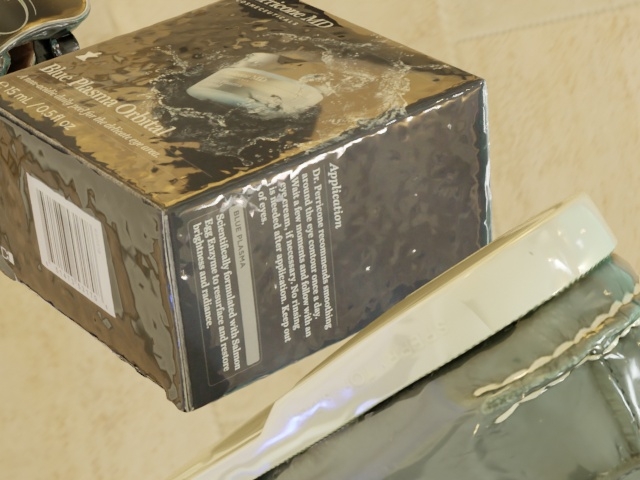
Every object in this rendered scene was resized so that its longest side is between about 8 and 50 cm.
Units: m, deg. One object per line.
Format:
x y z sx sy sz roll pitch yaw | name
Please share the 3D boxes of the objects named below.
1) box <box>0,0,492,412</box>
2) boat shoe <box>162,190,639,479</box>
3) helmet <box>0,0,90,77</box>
-0.037 -0.026 0.753 0.156 0.158 0.093 30 134 46 | box
0.006 0.097 0.596 0.099 0.116 0.319 53 139 3 | boat shoe
-0.249 -0.137 1.336 0.161 0.169 0.169 36 114 37 | helmet
